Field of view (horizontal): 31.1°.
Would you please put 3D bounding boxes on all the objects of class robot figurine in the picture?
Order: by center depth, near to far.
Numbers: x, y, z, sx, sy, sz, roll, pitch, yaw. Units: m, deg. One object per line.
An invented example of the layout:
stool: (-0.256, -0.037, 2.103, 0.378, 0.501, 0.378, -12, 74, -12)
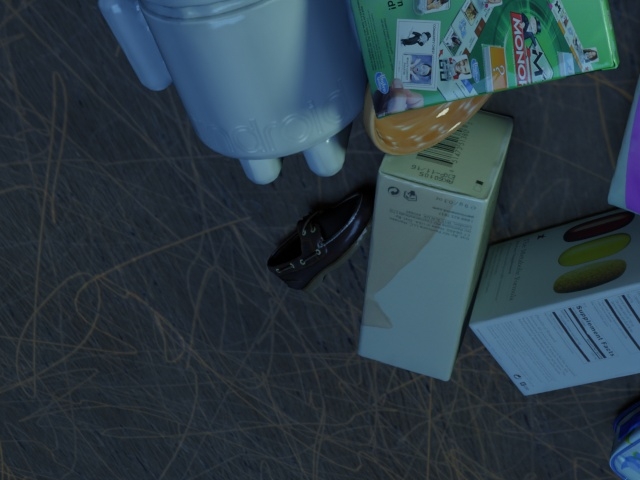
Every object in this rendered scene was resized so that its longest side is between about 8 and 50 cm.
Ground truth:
robot figurine: (-0.065, -0.222, 1.131, 0.299, 0.200, 0.353, -9, 130, 15)

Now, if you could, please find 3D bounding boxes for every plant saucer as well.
plant saucer: (0.116, -0.172, 1.133, 0.037, 0.200, 0.200, 47, 147, 28)

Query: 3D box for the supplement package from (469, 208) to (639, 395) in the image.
supplement package: (0.315, 0.064, 1.302, 0.244, 0.139, 0.134, -19, 125, 36)

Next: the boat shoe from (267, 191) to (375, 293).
boat shoe: (0.000, 0.000, 1.427, 0.073, 0.073, 0.207, 31, 138, -12)

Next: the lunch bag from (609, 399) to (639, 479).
lunch bag: (0.482, 0.251, 1.456, 0.176, 0.090, 0.219, 28, 138, -7)

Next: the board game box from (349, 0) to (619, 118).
board game box: (0.116, -0.280, 0.975, 0.213, 0.046, 0.317, -10, 100, 20)

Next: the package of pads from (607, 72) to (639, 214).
package of pads: (0.411, -0.117, 1.070, 0.229, 0.101, 0.297, 24, 141, 22)

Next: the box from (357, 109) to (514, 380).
box: (0.127, 0.004, 1.322, 0.121, 0.148, 0.311, 15, 136, 10)
